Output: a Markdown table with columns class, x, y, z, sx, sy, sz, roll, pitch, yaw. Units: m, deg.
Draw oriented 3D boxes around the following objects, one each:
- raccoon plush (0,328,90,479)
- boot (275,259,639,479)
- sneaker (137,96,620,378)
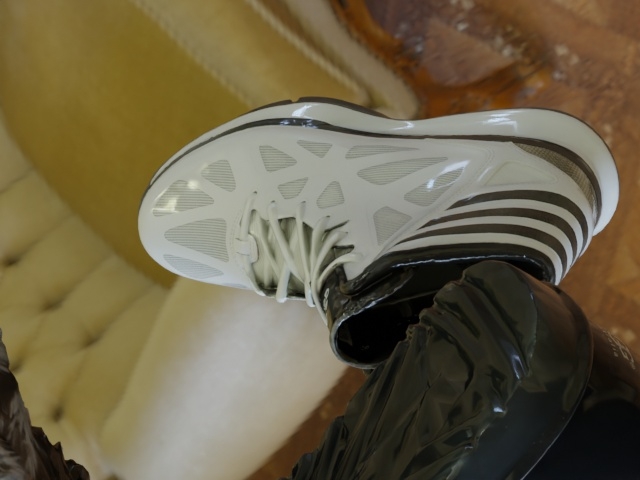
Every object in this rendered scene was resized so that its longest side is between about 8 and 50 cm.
| class | x | y | z | sx | sy | sz | roll | pitch | yaw |
| --- | --- | --- | --- | --- | --- | --- | --- | --- | --- |
| raccoon plush | -0.237 | 0.227 | 0.817 | 0.299 | 0.216 | 0.447 | -25 | 83 | 11 |
| boot | 0.071 | 0.142 | 0.528 | 0.246 | 0.207 | 0.094 | -51 | 28 | 16 |
| sneaker | 0.000 | -0.001 | 1.237 | 0.447 | 0.257 | 0.169 | -4 | 114 | 27 |
